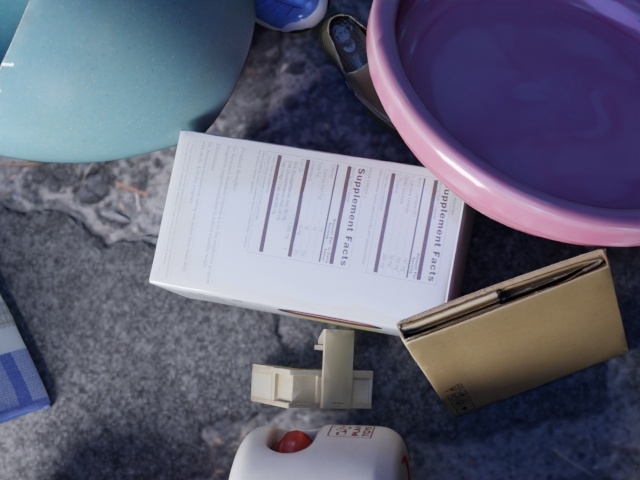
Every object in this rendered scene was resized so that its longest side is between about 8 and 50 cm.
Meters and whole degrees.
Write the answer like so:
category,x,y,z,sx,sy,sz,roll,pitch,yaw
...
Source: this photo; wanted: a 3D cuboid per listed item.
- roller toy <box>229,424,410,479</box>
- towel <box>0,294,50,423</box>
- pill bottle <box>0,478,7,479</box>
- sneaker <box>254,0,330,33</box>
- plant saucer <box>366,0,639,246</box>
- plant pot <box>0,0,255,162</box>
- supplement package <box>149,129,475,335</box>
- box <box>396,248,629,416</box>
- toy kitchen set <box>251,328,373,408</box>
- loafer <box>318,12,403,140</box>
category,x,y,z,sx,sy,sz,roll,pitch,yaw
roller toy,0.008,0.243,1.111,0.146,0.209,0.191,-1,51,9
towel,-0.378,0.051,1.215,0.034,0.209,0.285,-37,78,38
pill bottle,-0.292,0.370,1.165,0.169,0.169,0.302,27,88,12
sneaker,-0.076,-0.267,1.240,0.080,0.081,0.211,-45,77,3
plant saucer,0.193,-0.122,1.109,0.332,0.084,0.332,8,52,-10
plant pot,-0.171,-0.184,1.175,0.195,0.290,0.290,21,87,-21
supplement package,0.000,0.000,1.169,0.244,0.139,0.134,10,84,11
box,0.161,0.079,1.102,0.164,0.201,0.021,-22,62,7
toy kitchen set,-0.007,0.111,1.213,0.083,0.075,0.068,5,87,-29
loafer,0.048,-0.145,1.221,0.056,0.050,0.148,-45,78,3
